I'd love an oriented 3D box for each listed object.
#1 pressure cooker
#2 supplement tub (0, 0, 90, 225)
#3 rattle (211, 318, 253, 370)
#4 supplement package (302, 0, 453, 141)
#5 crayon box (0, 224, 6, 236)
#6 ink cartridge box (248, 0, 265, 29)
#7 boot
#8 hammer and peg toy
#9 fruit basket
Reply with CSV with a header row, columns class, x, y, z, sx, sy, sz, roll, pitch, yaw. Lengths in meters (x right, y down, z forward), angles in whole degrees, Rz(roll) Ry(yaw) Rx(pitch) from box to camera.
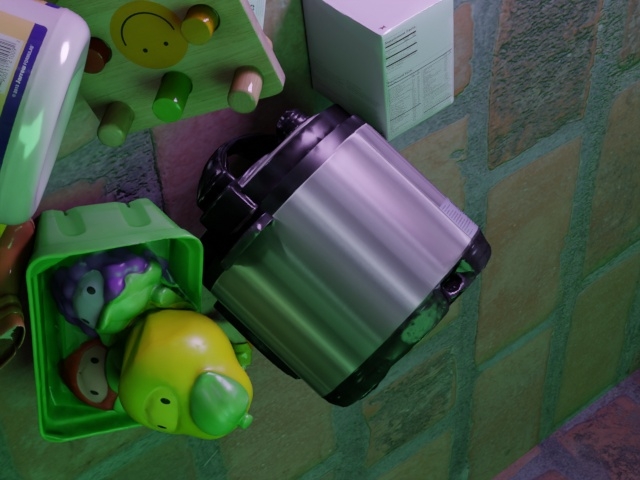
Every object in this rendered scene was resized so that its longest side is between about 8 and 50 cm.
class,x,y,z,sx,sy,sz,roll,pitch,yaw
pressure cooker,0.004,-0.005,1.569,0.375,0.420,0.370,-46,179,-20
supplement tub,-0.428,-0.171,1.044,0.331,0.241,0.241,18,113,-12
rattle,-0.226,0.216,1.866,0.199,0.143,0.130,-31,109,1
supplement package,0.092,-0.306,1.589,0.149,0.194,0.203,-33,141,-23
crayon box,-0.604,0.012,1.239,0.363,0.106,0.313,17,107,-50
ink cartridge box,-0.171,-0.362,1.396,0.224,0.045,0.223,-20,136,-34
boot,-0.436,0.074,1.416,0.073,0.152,0.197,13,113,-33
hammer and peg toy,-0.254,-0.242,1.209,0.361,0.127,0.266,-11,131,20
fruit basket,-0.268,0.161,1.465,0.283,0.392,0.392,-8,130,-20
